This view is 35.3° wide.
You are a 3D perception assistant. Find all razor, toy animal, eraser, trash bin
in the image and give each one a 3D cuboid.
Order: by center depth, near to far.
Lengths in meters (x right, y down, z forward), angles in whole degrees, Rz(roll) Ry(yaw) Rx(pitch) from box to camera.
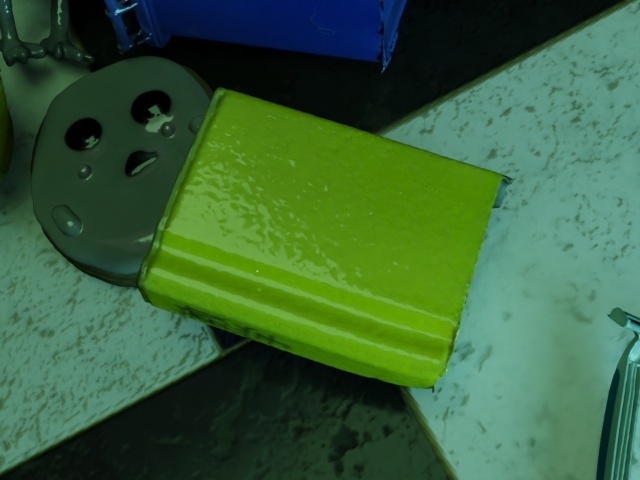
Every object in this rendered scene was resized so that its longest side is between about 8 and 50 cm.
[{"bbox_3d":[0.192,0.143,0.636,0.068,0.037,0.191,21,72,-24],"label":"razor"},{"bbox_3d":[0.000,0.000,0.697,0.226,0.069,0.158,18,73,6],"label":"eraser"},{"bbox_3d":[-0.046,-0.226,0.787,0.235,0.162,0.184,15,66,10],"label":"trash bin"},{"bbox_3d":[-0.246,-0.247,0.845,0.081,0.367,0.205,-13,100,-33],"label":"toy animal"}]

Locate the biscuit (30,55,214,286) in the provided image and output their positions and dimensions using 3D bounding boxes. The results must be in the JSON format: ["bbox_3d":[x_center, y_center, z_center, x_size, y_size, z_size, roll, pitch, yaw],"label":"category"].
[{"bbox_3d":[-0.146,-0.061,0.794,0.181,0.049,0.208,-35,66,-5],"label":"biscuit"}]

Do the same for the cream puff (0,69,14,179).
[{"bbox_3d":[-0.338,-0.077,0.782,0.221,0.195,0.194,-35,63,15],"label":"cream puff"}]
